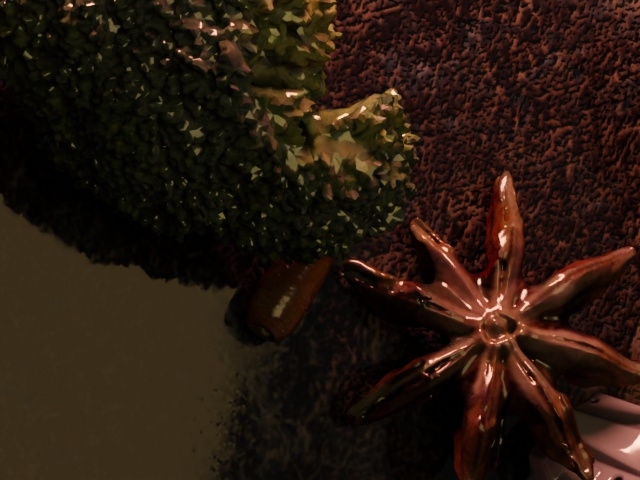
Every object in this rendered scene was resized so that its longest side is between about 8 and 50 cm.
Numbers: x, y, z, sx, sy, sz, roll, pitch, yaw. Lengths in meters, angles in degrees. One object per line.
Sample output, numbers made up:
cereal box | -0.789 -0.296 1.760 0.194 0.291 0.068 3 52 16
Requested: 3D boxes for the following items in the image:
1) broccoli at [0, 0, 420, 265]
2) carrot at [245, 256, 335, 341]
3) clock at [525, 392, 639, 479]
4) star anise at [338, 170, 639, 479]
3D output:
broccoli | -0.062 -0.150 1.460 0.375 0.249 0.302 39 72 -8
carrot | 0.000 0.000 1.579 0.047 0.047 0.191 39 66 -14
clock | 0.232 0.241 1.570 0.253 0.186 0.083 -51 133 -22
star anise | 0.140 0.075 1.600 0.288 0.088 0.288 3 73 -8
